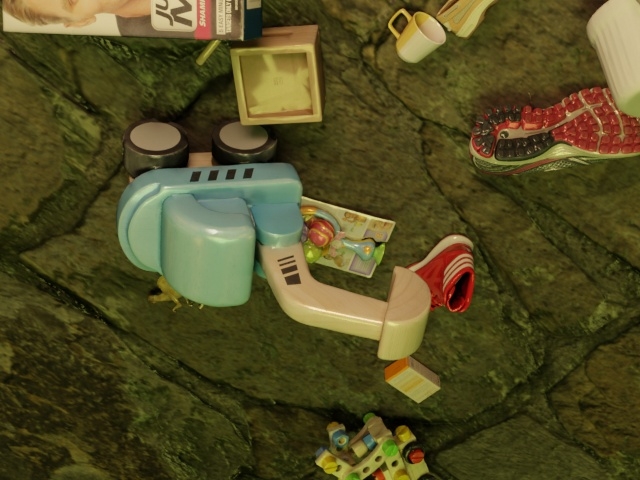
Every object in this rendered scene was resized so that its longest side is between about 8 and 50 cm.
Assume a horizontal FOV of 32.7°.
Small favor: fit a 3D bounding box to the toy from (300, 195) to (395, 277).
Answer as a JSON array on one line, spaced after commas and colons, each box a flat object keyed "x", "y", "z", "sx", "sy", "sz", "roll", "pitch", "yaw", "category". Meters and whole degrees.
[{"x": 0.000, "y": 0.000, "z": 1.925, "sx": 0.237, "sy": 0.056, "sz": 0.137, "roll": 13, "pitch": 128, "yaw": -12, "category": "toy"}]

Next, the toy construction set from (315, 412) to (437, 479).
[{"x": 0.118, "y": 0.490, "z": 2.283, "sx": 0.215, "sy": 0.151, "sz": 0.328, "roll": -28, "pitch": 138, "yaw": -9, "category": "toy construction set"}]

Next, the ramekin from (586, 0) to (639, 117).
[{"x": 0.531, "y": -0.277, "z": 1.555, "sx": 0.277, "sy": 0.135, "sz": 0.277, "roll": -10, "pitch": 168, "yaw": -2, "category": "ramekin"}]

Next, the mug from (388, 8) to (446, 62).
[{"x": 0.145, "y": -0.311, "z": 1.671, "sx": 0.062, "sy": 0.078, "sz": 0.064, "roll": -4, "pitch": 150, "yaw": -42, "category": "mug"}]

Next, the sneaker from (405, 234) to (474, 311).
[{"x": 0.197, "y": 0.099, "z": 1.964, "sx": 0.087, "sy": 0.128, "sz": 0.221, "roll": 23, "pitch": 125, "yaw": -18, "category": "sneaker"}]

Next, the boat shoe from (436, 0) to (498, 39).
[{"x": 0.235, "y": -0.381, "z": 1.600, "sx": 0.072, "sy": 0.068, "sz": 0.190, "roll": 29, "pitch": 125, "yaw": -9, "category": "boat shoe"}]

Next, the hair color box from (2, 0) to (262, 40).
[{"x": -0.257, "y": -0.365, "z": 1.494, "sx": 0.347, "sy": 0.105, "sz": 0.174, "roll": 4, "pitch": 104, "yaw": 12, "category": "hair color box"}]

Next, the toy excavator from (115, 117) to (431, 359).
[{"x": -0.089, "y": 0.022, "z": 1.694, "sx": 0.433, "sy": 0.445, "sz": 0.222, "roll": -4, "pitch": 132, "yaw": -14, "category": "toy excavator"}]

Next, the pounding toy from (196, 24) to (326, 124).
[{"x": -0.093, "y": -0.288, "z": 1.661, "sx": 0.181, "sy": 0.094, "sz": 0.206, "roll": -2, "pitch": 121, "yaw": 7, "category": "pounding toy"}]

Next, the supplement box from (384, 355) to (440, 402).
[{"x": 0.183, "y": 0.275, "z": 2.174, "sx": 0.098, "sy": 0.036, "sz": 0.062, "roll": 37, "pitch": 121, "yaw": -27, "category": "supplement box"}]

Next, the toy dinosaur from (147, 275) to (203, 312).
[{"x": -0.248, "y": 0.081, "z": 1.993, "sx": 0.092, "sy": 0.053, "sz": 0.183, "roll": 32, "pitch": 123, "yaw": -23, "category": "toy dinosaur"}]

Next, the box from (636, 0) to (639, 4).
[{"x": 0.441, "y": -0.432, "z": 1.345, "sx": 0.168, "sy": 0.345, "sz": 0.215, "roll": -11, "pitch": 114, "yaw": 9, "category": "box"}]

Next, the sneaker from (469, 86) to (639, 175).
[{"x": 0.388, "y": -0.170, "z": 1.763, "sx": 0.299, "sy": 0.121, "sz": 0.112, "roll": -3, "pitch": 160, "yaw": 1, "category": "sneaker"}]
